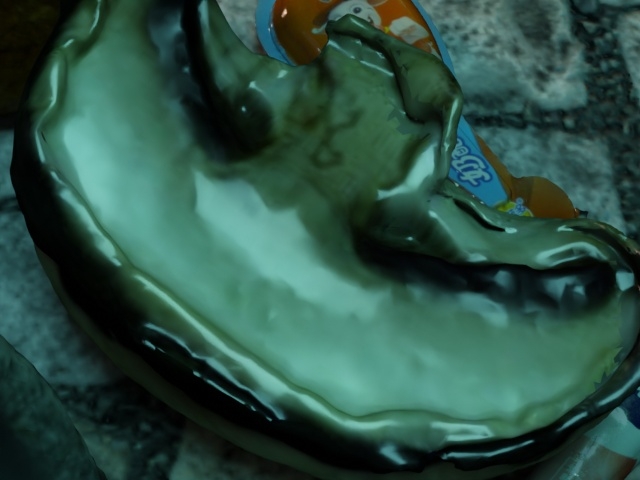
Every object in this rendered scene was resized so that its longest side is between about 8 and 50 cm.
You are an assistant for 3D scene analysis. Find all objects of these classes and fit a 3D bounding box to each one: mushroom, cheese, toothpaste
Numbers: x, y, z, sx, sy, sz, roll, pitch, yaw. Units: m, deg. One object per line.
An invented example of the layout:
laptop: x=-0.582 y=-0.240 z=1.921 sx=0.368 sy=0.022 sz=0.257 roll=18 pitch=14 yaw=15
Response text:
mushroom: x=0.000 y=0.001 z=0.893 sx=0.344 sy=0.130 sz=0.247 roll=23 pitch=58 yaw=0
cheese: x=0.051 y=-0.081 z=1.018 sx=0.106 sy=0.037 sz=0.256 roll=-28 pitch=64 yaw=-24
toothpaste: x=0.149 y=0.104 z=0.912 sx=0.056 sy=0.036 sz=0.205 roll=38 pitch=54 yaw=15

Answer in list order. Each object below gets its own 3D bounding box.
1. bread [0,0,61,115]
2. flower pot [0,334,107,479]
bread: x=-0.139 y=-0.155 z=0.972 sx=0.260 sy=0.134 sz=0.129 roll=-36 pitch=43 yaw=13
flower pot: x=-0.249 y=0.133 z=0.659 sx=0.283 sy=0.299 sz=0.299 roll=-12 pitch=47 yaw=32
